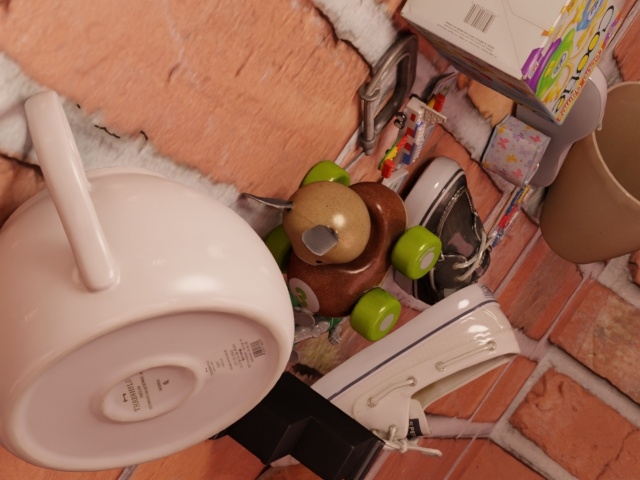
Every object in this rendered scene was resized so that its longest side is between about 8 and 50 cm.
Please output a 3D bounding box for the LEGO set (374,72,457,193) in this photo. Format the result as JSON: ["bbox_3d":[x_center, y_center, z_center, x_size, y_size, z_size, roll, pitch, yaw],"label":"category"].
[{"bbox_3d":[0.093,-0.085,1.786,0.182,0.060,0.244,-61,169,20],"label":"LEGO set"}]

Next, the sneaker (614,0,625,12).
[{"bbox_3d":[0.406,-0.364,1.969,0.114,0.152,0.305,-43,161,-41],"label":"sneaker"}]

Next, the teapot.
[{"bbox_3d":[-0.152,0.033,1.165,0.253,0.187,0.256,9,136,-42],"label":"teapot"}]

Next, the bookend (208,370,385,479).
[{"bbox_3d":[-0.027,0.238,1.933,0.072,0.157,0.156,-60,163,15],"label":"bookend"}]

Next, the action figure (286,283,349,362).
[{"bbox_3d":[0.012,0.077,1.906,0.232,0.063,0.137,-30,148,-62],"label":"action figure"}]

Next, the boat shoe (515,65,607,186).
[{"bbox_3d":[0.334,-0.180,2.200,0.105,0.113,0.306,-55,167,-22],"label":"boat shoe"}]

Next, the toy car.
[{"bbox_3d":[0.000,0.000,1.577,0.149,0.155,0.188,-57,154,8],"label":"toy car"}]

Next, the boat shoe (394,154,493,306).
[{"bbox_3d":[0.169,0.001,2.076,0.121,0.119,0.335,-50,163,-15],"label":"boat shoe"}]

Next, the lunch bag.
[{"bbox_3d":[0.262,-0.118,2.188,0.053,0.071,0.083,-42,158,-48],"label":"lunch bag"}]

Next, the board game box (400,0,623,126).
[{"bbox_3d":[0.207,-0.232,1.678,0.142,0.144,0.275,-60,164,3],"label":"board game box"}]

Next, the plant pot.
[{"bbox_3d":[0.480,-0.078,2.626,0.256,0.256,0.274,-42,175,-37],"label":"plant pot"}]

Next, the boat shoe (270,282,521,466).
[{"bbox_3d":[0.099,0.217,2.073,0.367,0.156,0.136,-33,162,2],"label":"boat shoe"}]

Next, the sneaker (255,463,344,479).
[{"bbox_3d":[-0.003,0.323,2.248,0.302,0.108,0.121,-54,159,-7],"label":"sneaker"}]

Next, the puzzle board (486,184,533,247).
[{"bbox_3d":[0.297,-0.038,2.545,0.128,0.011,0.096,-61,162,21],"label":"puzzle board"}]

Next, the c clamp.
[{"bbox_3d":[0.063,-0.140,1.679,0.137,0.022,0.160,-47,162,-24],"label":"c clamp"}]
